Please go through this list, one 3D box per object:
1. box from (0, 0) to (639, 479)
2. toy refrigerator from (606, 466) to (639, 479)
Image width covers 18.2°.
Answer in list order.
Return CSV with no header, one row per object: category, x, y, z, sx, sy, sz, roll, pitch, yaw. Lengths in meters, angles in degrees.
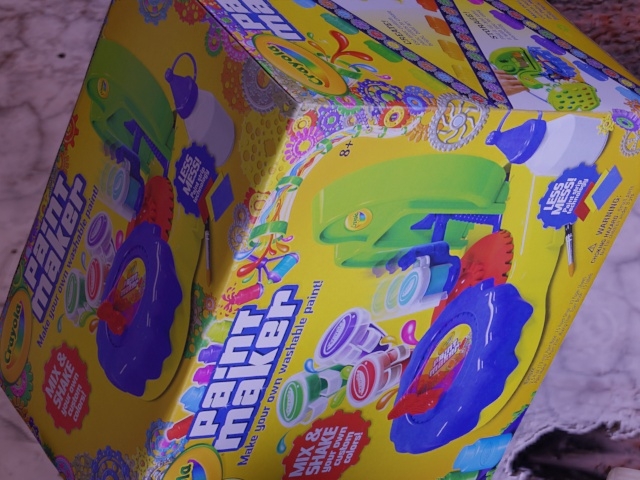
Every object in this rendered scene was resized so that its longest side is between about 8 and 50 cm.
box,0.000,0.000,1.143,0.279,0.290,0.177,-2,37,-39
toy refrigerator,0.179,0.236,0.975,0.094,0.269,0.102,9,49,17
